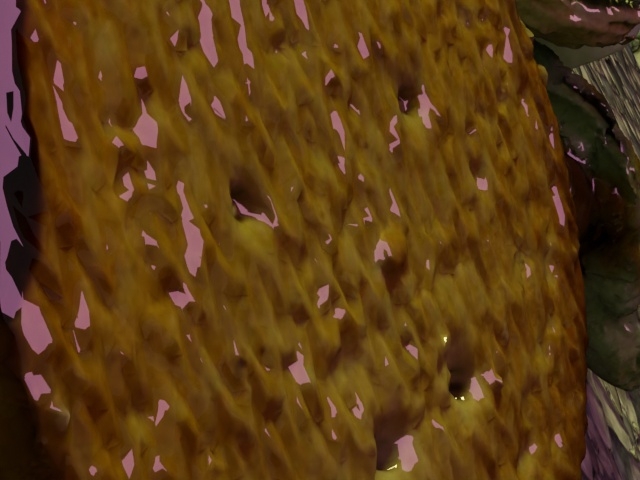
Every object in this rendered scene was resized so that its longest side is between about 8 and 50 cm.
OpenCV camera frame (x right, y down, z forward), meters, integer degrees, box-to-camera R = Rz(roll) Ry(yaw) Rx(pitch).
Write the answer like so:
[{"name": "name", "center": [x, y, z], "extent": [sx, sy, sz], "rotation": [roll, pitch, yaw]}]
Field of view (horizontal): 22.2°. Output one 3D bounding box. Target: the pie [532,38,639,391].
[{"name": "pie", "center": [0.120, -0.048, 0.937], "extent": [0.274, 0.105, 0.257], "rotation": [48, 15, -45]}]

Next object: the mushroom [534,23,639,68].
[{"name": "mushroom", "center": [0.090, -0.265, 1.114], "extent": [0.397, 0.126, 0.177], "rotation": [43, 18, -51]}]

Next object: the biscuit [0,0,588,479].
[{"name": "biscuit", "center": [0.000, 0.000, 0.469], "extent": [0.305, 0.038, 0.305], "rotation": [21, 64, -52]}]

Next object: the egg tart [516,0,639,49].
[{"name": "egg tart", "center": [0.078, -0.183, 0.838], "extent": [0.234, 0.094, 0.234], "rotation": [19, 21, -8]}]
